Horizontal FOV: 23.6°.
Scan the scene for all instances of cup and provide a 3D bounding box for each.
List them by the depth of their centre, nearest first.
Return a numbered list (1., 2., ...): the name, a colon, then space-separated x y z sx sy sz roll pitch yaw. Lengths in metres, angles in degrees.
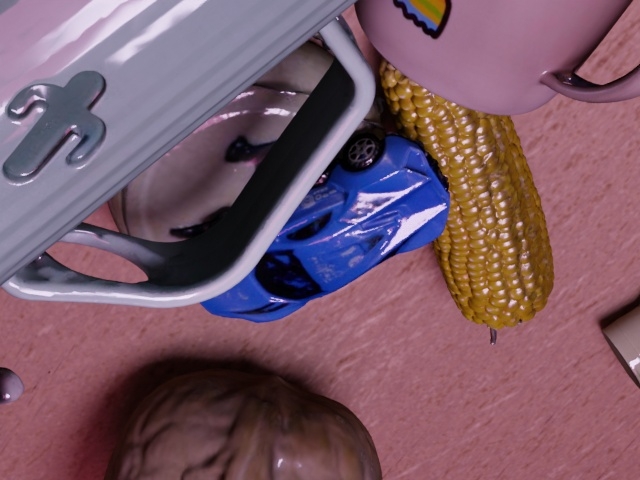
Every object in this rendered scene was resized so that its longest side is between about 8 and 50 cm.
1. cup: -0.152 -0.165 1.005 0.392 0.310 0.401 -33 151 8
2. cup: 0.154 -0.189 1.070 0.192 0.253 0.200 -10 140 -45

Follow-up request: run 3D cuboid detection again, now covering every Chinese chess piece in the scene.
1. Chinese chess piece: -0.058 -0.060 1.220 0.238 0.092 0.237 -6 127 -8

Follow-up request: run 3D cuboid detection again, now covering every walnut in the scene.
1. walnut: -0.068 0.227 1.355 0.248 0.248 0.248 -6 129 -8

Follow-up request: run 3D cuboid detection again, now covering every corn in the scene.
1. corn: 0.129 -0.043 1.274 0.102 0.101 0.310 -19 126 2

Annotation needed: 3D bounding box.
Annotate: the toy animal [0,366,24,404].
1. toy animal: -0.411 0.018 1.105 0.344 0.194 0.302 -5 114 18

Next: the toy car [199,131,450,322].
1. toy car: 0.000 0.000 1.181 0.216 0.063 0.103 -30 130 9

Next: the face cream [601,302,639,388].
1. face cream: 0.374 0.050 1.432 0.224 0.070 0.114 -33 128 2
